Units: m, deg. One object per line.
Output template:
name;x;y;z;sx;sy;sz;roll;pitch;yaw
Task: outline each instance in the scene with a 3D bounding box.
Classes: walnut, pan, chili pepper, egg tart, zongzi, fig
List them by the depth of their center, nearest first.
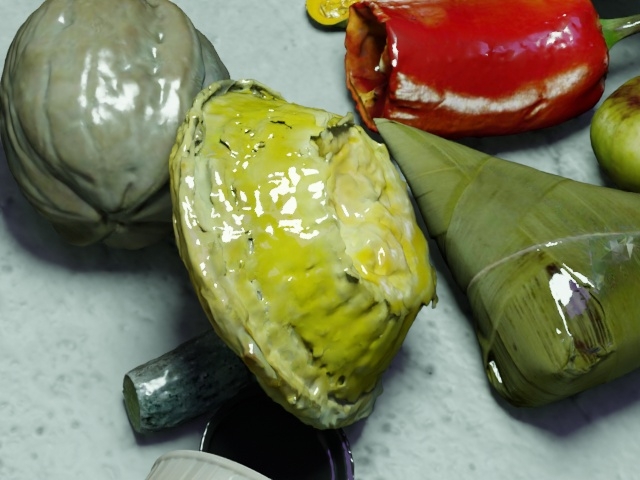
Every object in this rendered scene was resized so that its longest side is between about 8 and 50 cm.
egg tart;0.000;0.000;1.553;0.120;0.315;0.315;-22;57;24
pan;-0.047;0.136;1.570;0.136;0.028;0.235;-7;81;-28
walnut;-0.170;-0.107;1.636;0.224;0.224;0.224;5;59;-8
zongzi;0.227;-0.028;1.690;0.274;0.145;0.300;-21;68;-23
fig;0.319;-0.091;1.755;0.153;0.121;0.136;14;33;-11
chili pepper;0.197;-0.167;1.780;0.338;0.131;0.134;-8;20;-17

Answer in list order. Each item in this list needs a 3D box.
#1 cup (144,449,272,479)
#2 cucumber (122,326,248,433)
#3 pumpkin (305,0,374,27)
cup;-0.127;0.294;1.395;0.288;0.208;0.273;34;61;8
cucumber;-0.110;0.116;1.593;0.112;0.064;0.064;-27;68;-22
pumpkin;0.026;-0.222;1.837;0.083;0.028;0.050;-8;63;-6
